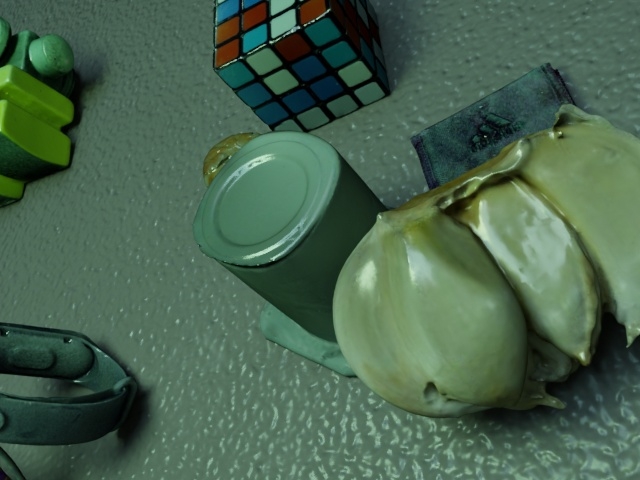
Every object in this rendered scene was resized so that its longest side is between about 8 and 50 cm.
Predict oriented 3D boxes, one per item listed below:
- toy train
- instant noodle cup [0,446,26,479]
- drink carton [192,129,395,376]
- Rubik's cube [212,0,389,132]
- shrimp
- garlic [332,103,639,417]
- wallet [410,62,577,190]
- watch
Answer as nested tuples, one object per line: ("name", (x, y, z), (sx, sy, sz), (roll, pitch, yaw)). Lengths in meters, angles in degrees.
("toy train", (-0.570, -0.173, 1.298), (0.442, 0.179, 0.272), (-15, 63, 26))
("instant noodle cup", (-0.502, 0.335, 0.835), (0.266, 0.340, 0.339), (-5, 60, 41))
("drink carton", (0.000, 0.000, 0.784), (0.191, 0.189, 0.185), (21, 70, 40))
("Rubik's cube", (-0.024, -0.239, 0.971), (0.154, 0.151, 0.155), (-20, 53, 22))
("shrimp", (-0.089, -0.066, 0.990), (0.099, 0.041, 0.180), (-22, 49, 3))
("garlic", (0.150, 0.040, 0.670), (0.281, 0.185, 0.203), (-30, 82, -8))
("wallet", (0.178, -0.104, 0.829), (0.166, 0.030, 0.111), (-27, 46, 16))
("watch", (-0.305, 0.155, 0.889), (0.193, 0.206, 0.068), (42, 114, 60))
